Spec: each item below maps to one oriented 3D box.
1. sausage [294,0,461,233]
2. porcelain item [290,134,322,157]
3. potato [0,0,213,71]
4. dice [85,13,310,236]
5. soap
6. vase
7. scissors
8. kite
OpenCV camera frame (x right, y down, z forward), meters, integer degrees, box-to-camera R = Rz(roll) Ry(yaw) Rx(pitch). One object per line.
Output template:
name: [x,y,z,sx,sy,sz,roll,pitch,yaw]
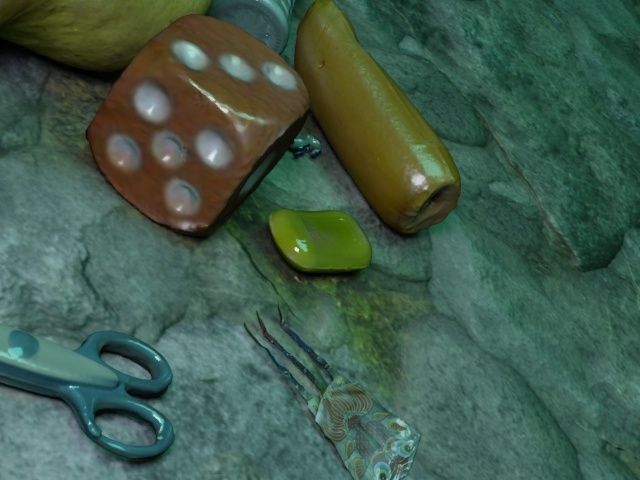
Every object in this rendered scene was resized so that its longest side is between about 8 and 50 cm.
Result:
sausage: [0.052,-0.170,1.534,0.116,0.134,0.354,-26,65,-14]
porcelain item: [-0.062,-0.132,1.481,0.136,0.021,0.075,30,39,-12]
potato: [-0.277,-0.275,1.273,0.296,0.290,0.397,53,46,-32]
dice: [-0.131,-0.128,1.279,0.179,0.175,0.174,37,34,3]
soap: [-0.001,0.001,1.365,0.140,0.045,0.089,1,52,-44]
vase: [-0.072,-0.358,1.635,0.143,0.143,0.299,30,39,-13]
scissors: [-0.254,0.103,1.016,0.289,0.041,0.138,24,36,-27]
kite: [0.011,0.158,1.229,0.229,0.016,0.127,49,32,9]
